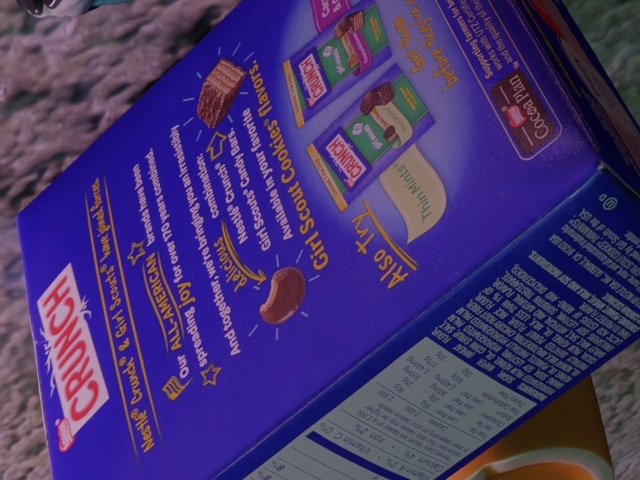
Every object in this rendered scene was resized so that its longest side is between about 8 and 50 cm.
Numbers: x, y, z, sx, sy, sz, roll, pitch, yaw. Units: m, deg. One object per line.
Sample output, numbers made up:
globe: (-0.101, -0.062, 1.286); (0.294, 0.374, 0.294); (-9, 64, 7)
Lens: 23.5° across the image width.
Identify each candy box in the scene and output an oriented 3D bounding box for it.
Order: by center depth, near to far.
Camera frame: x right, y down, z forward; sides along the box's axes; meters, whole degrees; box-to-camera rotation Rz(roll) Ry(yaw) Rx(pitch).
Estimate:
candy box: (0.000, 0.000, 0.777); (0.317, 0.268, 0.122); (-39, 132, 19)

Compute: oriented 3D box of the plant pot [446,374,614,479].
plant pot: (0.092, 0.098, 0.979); (0.205, 0.188, 0.205); (-12, 138, -11)

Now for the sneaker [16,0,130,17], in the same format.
sneaker: (-0.061, -0.216, 0.673); (0.110, 0.107, 0.275); (-12, 146, -42)
